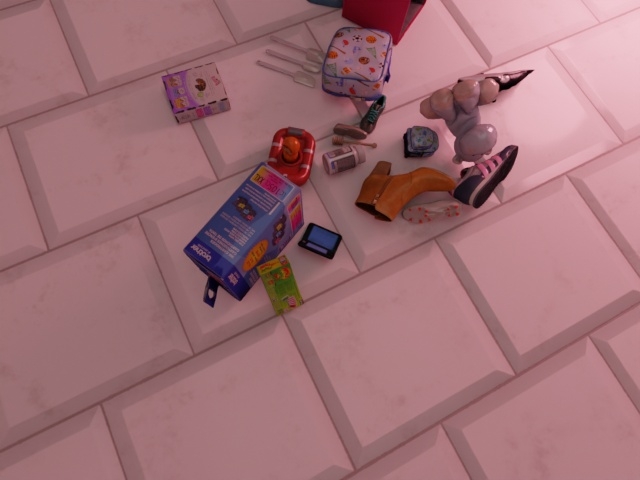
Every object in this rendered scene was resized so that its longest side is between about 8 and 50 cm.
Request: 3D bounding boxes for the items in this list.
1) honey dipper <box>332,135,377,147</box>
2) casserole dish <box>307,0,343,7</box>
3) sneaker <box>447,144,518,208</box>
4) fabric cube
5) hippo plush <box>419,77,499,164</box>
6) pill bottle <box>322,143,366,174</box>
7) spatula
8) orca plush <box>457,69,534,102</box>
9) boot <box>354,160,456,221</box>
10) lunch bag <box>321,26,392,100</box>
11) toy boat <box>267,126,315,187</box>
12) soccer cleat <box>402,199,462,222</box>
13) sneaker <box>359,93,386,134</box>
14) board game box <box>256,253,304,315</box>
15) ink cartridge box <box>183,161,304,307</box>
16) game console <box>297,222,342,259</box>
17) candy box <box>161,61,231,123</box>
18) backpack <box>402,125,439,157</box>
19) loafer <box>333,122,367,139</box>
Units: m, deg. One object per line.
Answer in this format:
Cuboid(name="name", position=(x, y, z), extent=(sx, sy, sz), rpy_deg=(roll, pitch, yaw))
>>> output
Cuboid(name="honey dipper", position=(0.123, -0.350, 1.451), extent=(0.161, 0.030, 0.030), rpy_deg=(5, 73, -5))
Cuboid(name="casserole dish", position=(0.026, -1.006, 1.641), extent=(0.188, 0.037, 0.114), rpy_deg=(10, 73, -2))
Cuboid(name="sneaker", position=(0.568, -0.245, 1.413), extent=(0.131, 0.112, 0.319), rpy_deg=(30, 59, 35))
Cuboid(name="fabric cube", position=(0.263, -0.968, 1.533), extent=(0.258, 0.254, 0.259), rpy_deg=(31, 74, 8))
Cuboid(name="hippo plush", position=(0.471, -0.381, 1.380), extent=(0.234, 0.294, 0.236), rpy_deg=(-11, 90, -4))
Cuboid(name="pill bottle", position=(0.082, -0.281, 1.401), extent=(0.137, 0.078, 0.078), rpy_deg=(-19, 75, -9))
Cuboid(name="spatula", position=(-0.106, -0.689, 1.547), extent=(0.242, 0.019, 0.168), rpy_deg=(22, 78, 4))
Cuboid(name="orca plush", position=(0.659, -0.582, 1.547), extent=(0.287, 0.102, 0.151), rpy_deg=(-17, 30, -19))
Cuboid(name="boot", position=(0.278, -0.146, 1.345), extent=(0.295, 0.104, 0.211), rpy_deg=(17, 64, 19))
Cuboid(name="lunch bag", position=(0.140, -0.636, 1.470), extent=(0.243, 0.115, 0.303), rpy_deg=(12, 64, 7))
Cuboid(name="toy boat", position=(-0.100, -0.289, 1.352), extent=(0.151, 0.151, 0.231), rpy_deg=(10, 73, 0))
Cuboid(name="soccer cleat", position=(0.378, -0.102, 1.379), extent=(0.196, 0.076, 0.068), rpy_deg=(-6, 114, 9))
Cuboid(name="sneaker", position=(0.191, -0.460, 1.463), extent=(0.065, 0.076, 0.166), rpy_deg=(25, 73, 5))
Cuboid(name="board game box", position=(-0.118, 0.136, 1.212), extent=(0.092, 0.181, 0.043), rpy_deg=(-24, 39, -11))
Cuboid(name="ink cartridge box", position=(-0.225, 0.008, 1.191), extent=(0.151, 0.270, 0.395), rpy_deg=(36, 74, 13))
Cuboid(name="game console", position=(0.000, 0.000, 1.315), extent=(0.122, 0.107, 0.071), rpy_deg=(23, 101, 4))
Cuboid(name="candy box", position=(-0.440, -0.524, 1.444), extent=(0.196, 0.070, 0.164), rpy_deg=(-19, 75, -9))
Cuboid(name="backpack", position=(0.359, -0.348, 1.437), extent=(0.114, 0.084, 0.105), rpy_deg=(2, 75, -6))
Cuboid(name="loafer", position=(0.109, -0.396, 1.451), extent=(0.125, 0.045, 0.039), rpy_deg=(15, 59, 13))
